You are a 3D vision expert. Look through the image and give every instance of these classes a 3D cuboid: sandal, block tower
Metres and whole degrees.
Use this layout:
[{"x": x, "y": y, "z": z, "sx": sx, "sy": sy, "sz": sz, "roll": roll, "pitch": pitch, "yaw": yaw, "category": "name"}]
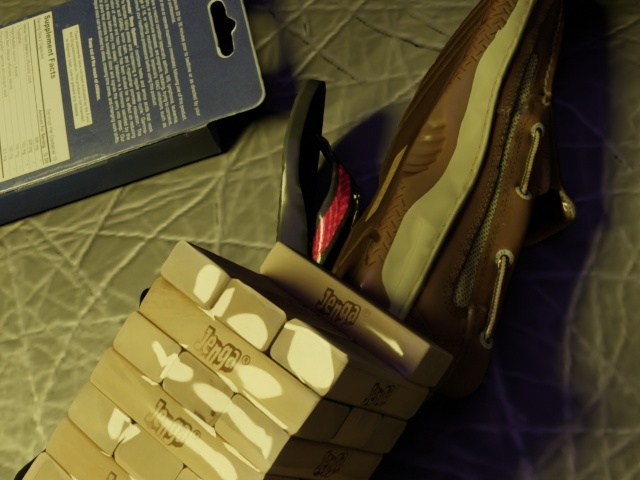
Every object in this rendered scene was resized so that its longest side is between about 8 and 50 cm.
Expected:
[{"x": 0.000, "y": 0.000, "z": 0.594, "sx": 0.040, "sy": 0.067, "sz": 0.179, "roll": 0, "pitch": 69, "yaw": 8, "category": "sandal"}, {"x": -0.086, "y": 0.155, "z": 0.454, "sx": 0.091, "sy": 0.097, "sz": 0.335, "roll": 35, "pitch": 92, "yaw": 29, "category": "block tower"}]

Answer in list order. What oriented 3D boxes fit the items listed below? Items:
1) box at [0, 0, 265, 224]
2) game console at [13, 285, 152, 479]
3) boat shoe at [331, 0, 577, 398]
[{"x": -0.147, "y": -0.092, "z": 0.698, "sx": 0.225, "sy": 0.036, "sz": 0.136, "roll": -18, "pitch": 59, "yaw": 7, "category": "box"}, {"x": -0.080, "y": 0.116, "z": 0.537, "sx": 0.085, "sy": 0.124, "sz": 0.144, "roll": -22, "pitch": 53, "yaw": -34, "category": "game console"}, {"x": 0.086, "y": -0.032, "z": 0.584, "sx": 0.095, "sy": 0.095, "sz": 0.257, "roll": 32, "pitch": 63, "yaw": -8, "category": "boat shoe"}]
